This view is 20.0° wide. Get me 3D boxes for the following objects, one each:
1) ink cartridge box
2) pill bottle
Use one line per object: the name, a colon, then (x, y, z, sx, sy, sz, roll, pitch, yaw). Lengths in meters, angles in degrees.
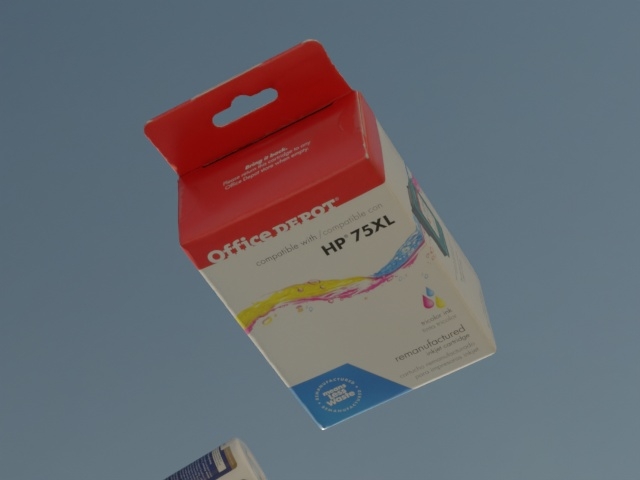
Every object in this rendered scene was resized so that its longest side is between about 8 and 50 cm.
ink cartridge box: (0.000, 0.000, 1.149, 0.231, 0.134, 0.078, 54, -163, -34)
pill bottle: (-0.108, 0.232, 1.609, 0.067, 0.120, 0.067, 59, -178, -3)
